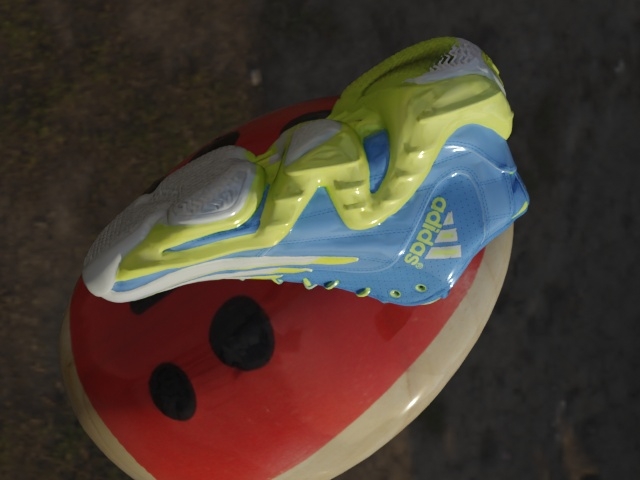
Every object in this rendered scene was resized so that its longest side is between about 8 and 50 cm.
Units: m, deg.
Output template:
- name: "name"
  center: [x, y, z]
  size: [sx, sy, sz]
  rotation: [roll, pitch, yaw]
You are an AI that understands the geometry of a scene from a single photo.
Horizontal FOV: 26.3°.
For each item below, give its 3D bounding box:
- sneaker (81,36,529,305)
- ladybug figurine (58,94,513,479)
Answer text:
- name: "sneaker"
  center: [0.000, 0.000, 0.708]
  size: [0.126, 0.240, 0.091]
  rotation: [59, 13, -18]
- name: "ladybug figurine"
  center: [-0.050, 0.037, 1.068]
  size: [0.162, 0.449, 0.305]
  rotation: [22, 44, -43]
